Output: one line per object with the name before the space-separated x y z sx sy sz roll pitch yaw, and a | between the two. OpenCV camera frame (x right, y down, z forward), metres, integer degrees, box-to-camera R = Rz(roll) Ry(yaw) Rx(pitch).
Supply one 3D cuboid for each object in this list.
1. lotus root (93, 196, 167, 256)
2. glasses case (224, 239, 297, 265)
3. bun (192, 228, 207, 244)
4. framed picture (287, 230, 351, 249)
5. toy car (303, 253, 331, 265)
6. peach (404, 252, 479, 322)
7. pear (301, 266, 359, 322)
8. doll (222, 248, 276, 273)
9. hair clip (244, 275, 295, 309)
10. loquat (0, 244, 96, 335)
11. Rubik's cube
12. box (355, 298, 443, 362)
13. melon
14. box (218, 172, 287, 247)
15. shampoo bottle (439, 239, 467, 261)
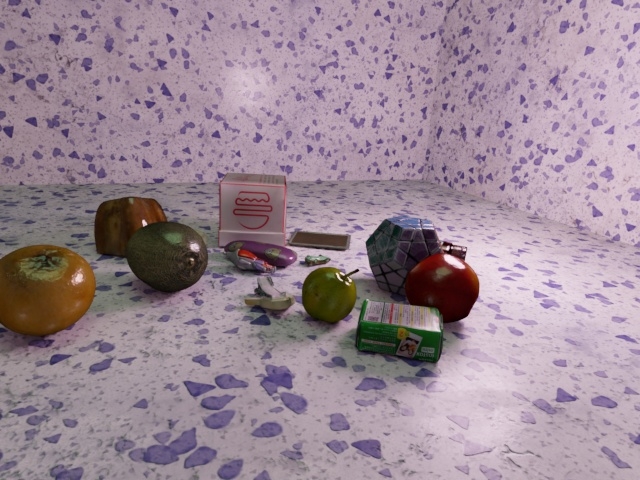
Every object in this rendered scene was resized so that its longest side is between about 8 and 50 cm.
lotus root | -0.810 -0.070 1.984 0.316 0.250 0.316 -4 10 1
glasses case | -0.251 0.052 1.926 0.316 0.076 0.123 9 18 16
bun | -0.570 0.019 1.894 0.195 0.118 0.195 6 12 -1
framed picture | 0.000 0.000 2.245 0.296 0.019 0.232 5 17 5
toy car | -0.010 0.083 1.953 0.122 0.035 0.059 0 16 -40
peach | 0.397 0.150 1.501 0.243 0.243 0.199 3 -19 -4
pear | 0.038 0.154 1.443 0.180 0.216 0.166 42 29 9
doll | -0.287 0.082 1.826 0.227 0.075 0.102 17 5 8
hair clip | -0.172 0.186 1.534 0.159 0.071 0.218 -8 15 -26
loquat | -0.768 0.134 1.265 0.263 0.263 0.263 4 18 -1
Rubik's cube | 0.324 0.055 1.730 0.319 0.264 0.319 4 18 -1
box | 0.230 0.258 1.343 0.250 0.103 0.180 6 17 11
melon | -0.537 0.051 1.598 0.329 0.249 0.248 15 20 41
box | -0.314 -0.148 2.171 0.312 0.300 0.314 3 17 -6
shampoo bottle | 0.516 0.033 2.146 0.323 0.084 0.129 12 22 23
